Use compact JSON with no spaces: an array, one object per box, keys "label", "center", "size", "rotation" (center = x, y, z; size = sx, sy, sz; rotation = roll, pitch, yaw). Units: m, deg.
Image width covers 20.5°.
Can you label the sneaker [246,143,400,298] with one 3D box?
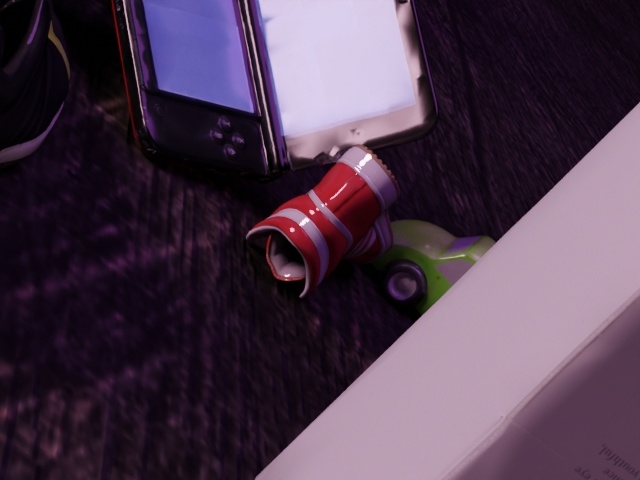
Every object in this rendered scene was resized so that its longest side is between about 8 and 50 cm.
[{"label":"sneaker","center":[0.000,0.000,0.827],"size":[0.042,0.067,0.118],"rotation":[46,-13,12]}]

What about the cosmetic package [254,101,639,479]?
[{"label":"cosmetic package","center":[0.210,0.112,0.618],"size":[0.377,0.284,0.097],"rotation":[37,17,-23]}]

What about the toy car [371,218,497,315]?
[{"label":"toy car","center":[0.115,0.064,0.895],"size":[0.225,0.053,0.239],"rotation":[46,17,4]}]

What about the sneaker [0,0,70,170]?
[{"label":"sneaker","center":[-0.116,-0.075,0.627],"size":[0.084,0.097,0.234],"rotation":[41,18,-12]}]

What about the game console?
[{"label":"game console","center":[-0.026,-0.109,0.828],"size":[0.124,0.085,0.144],"rotation":[10,61,-46]}]
